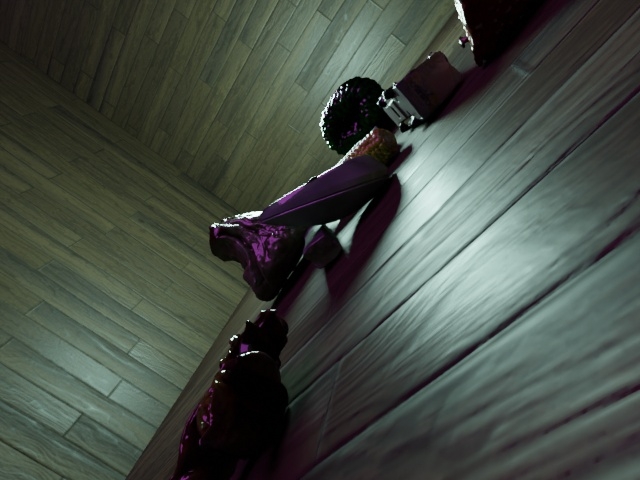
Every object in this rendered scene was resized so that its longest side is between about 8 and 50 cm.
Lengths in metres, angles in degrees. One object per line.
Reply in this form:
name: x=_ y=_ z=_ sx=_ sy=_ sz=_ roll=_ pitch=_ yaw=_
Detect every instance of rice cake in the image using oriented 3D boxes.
rice cake: x=0.000 y=0.000 z=0.953 sx=0.072 sy=0.056 sz=0.365 roll=-47 pitch=7 yaw=3

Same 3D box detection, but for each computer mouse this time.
computer mouse: x=0.012 y=-0.082 z=0.896 sx=0.289 sy=0.096 sz=0.159 roll=-27 pitch=1 yaw=28

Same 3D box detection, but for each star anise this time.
star anise: x=-0.090 y=0.187 z=0.499 sx=0.214 sy=0.099 sz=0.220 roll=113 pitch=180 yaw=-46

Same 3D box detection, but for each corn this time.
corn: x=0.072 y=-0.155 z=1.064 sx=0.310 sy=0.102 sz=0.101 roll=-48 pitch=9 yaw=39

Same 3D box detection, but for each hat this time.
hat: x=0.160 y=-0.467 z=1.573 sx=0.274 sy=0.242 sz=0.332 roll=-33 pitch=6 yaw=38

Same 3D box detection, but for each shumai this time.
shumai: x=-0.173 y=-0.016 z=1.219 sx=0.309 sy=0.264 sz=0.303 roll=-51 pitch=-14 yaw=-74

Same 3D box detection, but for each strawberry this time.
strawberry: x=0.302 y=-0.428 z=0.722 sx=0.178 sy=0.233 sz=0.234 roll=-18 pitch=23 yaw=26

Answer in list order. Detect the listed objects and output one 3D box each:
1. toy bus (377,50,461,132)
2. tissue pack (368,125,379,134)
toy bus: x=0.214 y=-0.329 z=0.969 sx=0.138 sy=0.112 sz=0.317 roll=-42 pitch=9 yaw=8
tissue pack: x=0.142 y=-0.235 z=1.098 sx=0.059 sy=0.074 sz=0.094 roll=-44 pitch=14 yaw=41
